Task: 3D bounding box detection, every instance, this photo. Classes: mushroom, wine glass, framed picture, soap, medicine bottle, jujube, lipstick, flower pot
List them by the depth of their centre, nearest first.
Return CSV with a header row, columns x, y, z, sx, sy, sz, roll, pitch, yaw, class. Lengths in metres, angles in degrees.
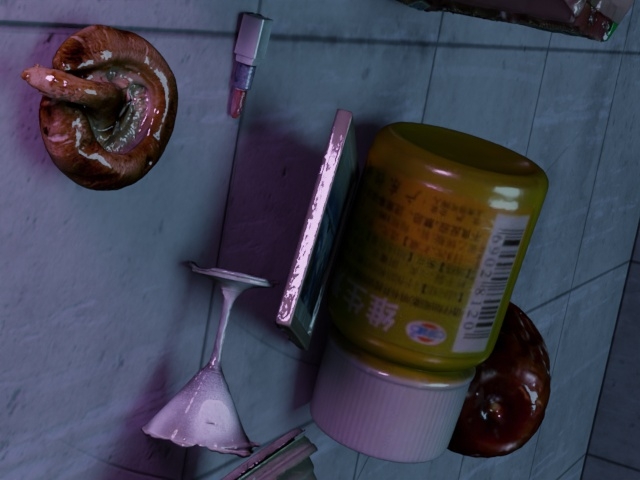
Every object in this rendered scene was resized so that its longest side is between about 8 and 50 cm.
x,y,z,sx,sy,sz,roll,pitch,yaw,class
-0.185,-0.111,1.103,0.170,0.080,0.135,27,67,-64,mushroom
-0.074,-0.174,1.363,0.025,0.025,0.107,-17,124,-62,lipstick
-0.108,0.118,1.370,0.122,0.122,0.183,18,82,-66,wine glass
-0.074,0.309,1.383,0.235,0.140,0.235,-33,172,-5,flower pot
0.000,0.000,1.500,0.315,0.024,0.232,75,31,-82,framed picture
0.211,-0.304,1.591,0.218,0.273,0.098,10,96,-65,soap
0.123,0.064,1.675,0.224,0.224,0.384,-19,128,-61,medicine bottle
0.222,0.191,1.920,0.318,0.223,0.223,-103,-156,-79,jujube
